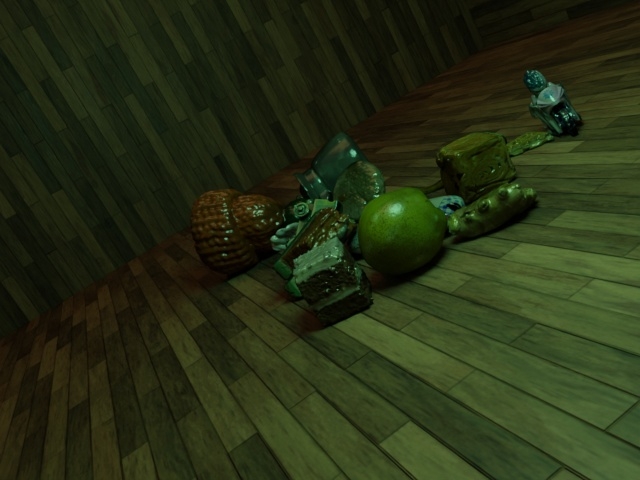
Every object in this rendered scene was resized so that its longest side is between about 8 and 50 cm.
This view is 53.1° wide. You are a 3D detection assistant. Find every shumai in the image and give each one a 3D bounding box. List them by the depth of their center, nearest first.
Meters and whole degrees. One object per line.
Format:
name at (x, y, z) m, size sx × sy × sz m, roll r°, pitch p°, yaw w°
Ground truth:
shumai at (0.134, -0.141, 1.998) m, size 0.201 × 0.201 × 0.120 m, roll -18°, pitch -22°, yaw 34°

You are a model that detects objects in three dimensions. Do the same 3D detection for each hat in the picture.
hat at (-0.205, -0.042, 2.051) m, size 0.401 × 0.285 × 0.285 m, roll -9°, pitch 22°, yaw 24°

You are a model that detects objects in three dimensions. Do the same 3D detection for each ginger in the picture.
ginger at (0.372, -0.067, 1.376) m, size 0.206 × 0.081 × 0.115 m, roll -27°, pitch 4°, yaw 6°

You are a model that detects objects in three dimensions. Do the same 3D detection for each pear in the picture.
pear at (0.173, -0.022, 1.399) m, size 0.198 × 0.198 × 0.198 m, roll -27°, pitch 15°, yaw 8°

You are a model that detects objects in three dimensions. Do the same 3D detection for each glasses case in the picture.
glasses case at (0.206, -0.036, 1.584) m, size 0.328 × 0.076 × 0.125 m, roll -18°, pitch 18°, yaw 40°

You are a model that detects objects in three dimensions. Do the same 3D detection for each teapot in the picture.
teapot at (0.052, -0.186, 2.224) m, size 0.285 × 0.305 × 0.223 m, roll -35°, pitch -21°, yaw 3°

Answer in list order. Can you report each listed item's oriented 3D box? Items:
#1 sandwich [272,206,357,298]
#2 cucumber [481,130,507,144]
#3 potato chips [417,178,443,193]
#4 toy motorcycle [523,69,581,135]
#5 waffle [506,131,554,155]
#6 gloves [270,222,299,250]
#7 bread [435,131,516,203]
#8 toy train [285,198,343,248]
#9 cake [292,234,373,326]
sandwich at (-0.009, 0.010, 1.628) m, size 0.292 × 0.109 × 0.212 m, roll -52°, pitch 3°, yaw -14°
cucumber at (0.479, -0.271, 1.886) m, size 0.115 × 0.062 × 0.116 m, roll -33°, pitch 23°, yaw -6°
potato chips at (0.299, -0.151, 1.879) m, size 0.204 × 0.037 × 0.026 m, roll -22°, pitch 6°, yaw 43°
toy motorcycle at (0.622, -0.390, 1.747) m, size 0.108 × 0.204 × 0.239 m, roll -40°, pitch 12°, yaw 3°
waffle at (0.532, -0.242, 1.767) m, size 0.191 × 0.032 × 0.125 m, roll -33°, pitch 18°, yaw -7°
gloves at (-0.041, -0.005, 1.895) m, size 0.229 × 0.097 × 0.119 m, roll -7°, pitch 64°, yaw 17°
bread at (0.389, -0.190, 1.629) m, size 0.158 × 0.149 × 0.143 m, roll -30°, pitch 19°, yaw -5°
toy train at (-0.017, -0.023, 1.794) m, size 0.132 × 0.083 × 0.200 m, roll 4°, pitch 70°, yaw 17°
cake at (0.025, 0.084, 1.390) m, size 0.135 × 0.147 × 0.135 m, roll -26°, pitch 14°, yaw 10°
